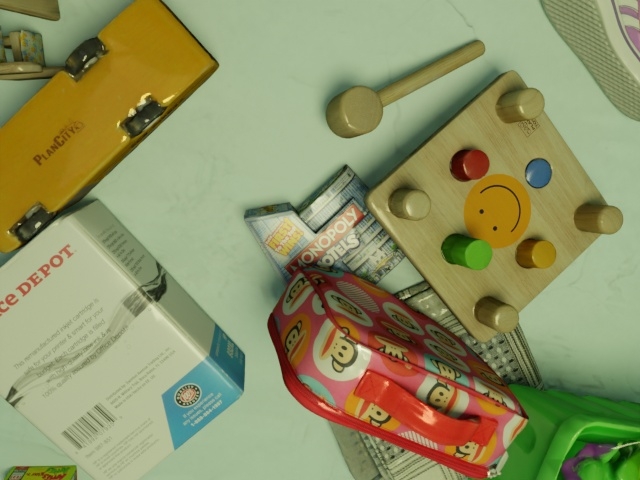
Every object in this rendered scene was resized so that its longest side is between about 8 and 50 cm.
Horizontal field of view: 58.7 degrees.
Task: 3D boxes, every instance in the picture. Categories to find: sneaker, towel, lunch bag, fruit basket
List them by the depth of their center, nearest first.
[{"bbox_3d":[0.092,0.152,0.661,0.293,0.258,0.120,28,98,-20],"label":"lunch bag"},{"bbox_3d":[0.428,0.341,0.710,0.392,0.392,0.283,17,101,-9],"label":"fruit basket"},{"bbox_3d":[0.395,-0.308,0.724,0.161,0.102,0.282,-45,114,2],"label":"sneaker"},{"bbox_3d":[0.162,0.223,0.845,0.324,0.056,0.312,-26,104,2],"label":"towel"}]

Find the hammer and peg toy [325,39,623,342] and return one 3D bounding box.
[{"bbox_3d":[0.193,-0.084,0.712,0.266,0.127,0.361,-41,103,-6],"label":"hammer and peg toy"}]

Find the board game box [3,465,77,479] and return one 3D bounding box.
[{"bbox_3d":[-0.411,0.427,0.845,0.092,0.043,0.181,2,103,-5],"label":"board game box"}]

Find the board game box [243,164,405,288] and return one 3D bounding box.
[{"bbox_3d":[0.000,0.000,0.774,0.194,0.060,0.194,-43,104,5],"label":"board game box"}]

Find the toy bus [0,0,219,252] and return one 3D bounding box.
[{"bbox_3d":[-0.278,-0.137,0.678,0.332,0.130,0.108,-42,104,5],"label":"toy bus"}]

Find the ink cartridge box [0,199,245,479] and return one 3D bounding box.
[{"bbox_3d":[-0.281,0.136,0.744,0.223,0.129,0.307,-39,104,5],"label":"ink cartridge box"}]

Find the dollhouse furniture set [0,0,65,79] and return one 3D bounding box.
[{"bbox_3d":[-0.323,-0.281,0.579,0.160,0.242,0.212,-2,103,8],"label":"dollhouse furniture set"}]
